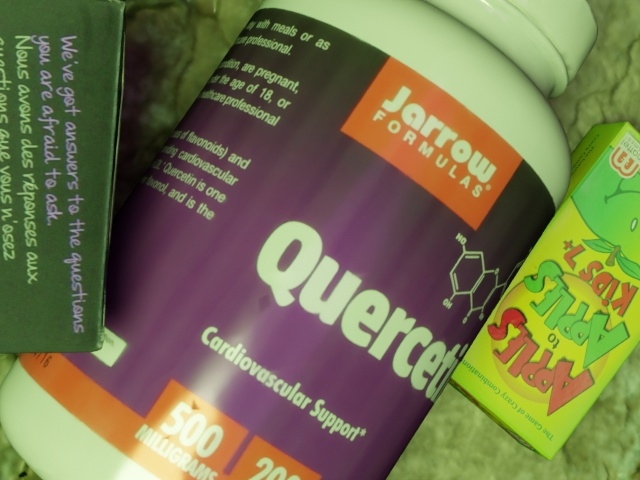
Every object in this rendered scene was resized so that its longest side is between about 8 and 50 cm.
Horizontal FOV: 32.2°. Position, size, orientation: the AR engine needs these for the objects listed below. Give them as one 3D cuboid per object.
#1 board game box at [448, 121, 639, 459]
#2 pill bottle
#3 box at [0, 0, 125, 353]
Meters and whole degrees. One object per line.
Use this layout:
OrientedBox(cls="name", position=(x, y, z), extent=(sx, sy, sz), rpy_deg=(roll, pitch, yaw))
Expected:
OrientedBox(cls="board game box", position=(0.151, 0.028, 0.662), extent=(0.092, 0.043, 0.181), rpy_deg=(40, 83, -13))
OrientedBox(cls="pill bottle", position=(0.000, 0.000, 0.550), extent=(0.181, 0.181, 0.323), rpy_deg=(35, 84, -14))
OrientedBox(cls="box", position=(-0.231, -0.038, 0.429), extent=(0.270, 0.165, 0.143), rpy_deg=(3, 96, -29))
